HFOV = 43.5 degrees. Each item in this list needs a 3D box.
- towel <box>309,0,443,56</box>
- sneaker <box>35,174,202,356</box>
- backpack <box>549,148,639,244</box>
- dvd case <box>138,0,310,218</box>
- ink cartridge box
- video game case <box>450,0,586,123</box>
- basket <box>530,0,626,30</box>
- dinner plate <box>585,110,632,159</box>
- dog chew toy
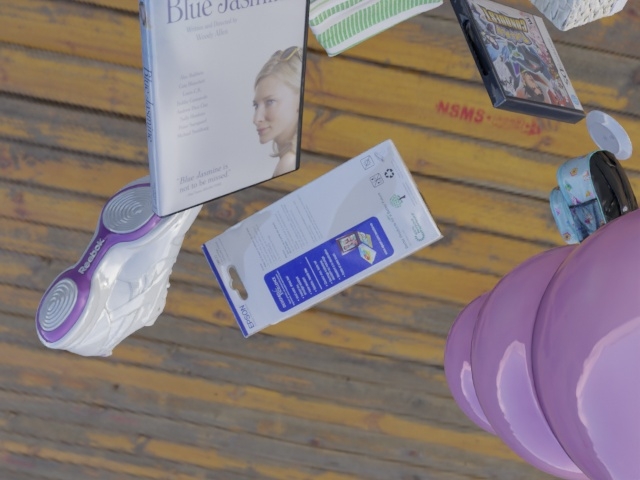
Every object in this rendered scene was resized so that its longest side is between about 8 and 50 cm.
[{"bbox_3d":[0.094,-0.397,1.306,0.248,0.325,0.038,-24,87,6],"label":"towel"},{"bbox_3d":[-0.258,0.031,1.116,0.305,0.114,0.152,-51,144,-2],"label":"sneaker"},{"bbox_3d":[0.560,-0.087,1.646,0.144,0.166,0.188,-12,93,48],"label":"backpack"},{"bbox_3d":[-0.088,-0.155,0.783,0.022,0.180,0.253,38,137,37],"label":"dvd case"},{"bbox_3d":[0.000,0.000,1.200,0.333,0.065,0.165,-27,83,11],"label":"ink cartridge box"},{"bbox_3d":[0.388,-0.354,1.563,0.275,0.248,0.035,1,154,-41],"label":"video game case"},{"bbox_3d":[0.327,-0.356,0.987,0.103,0.113,0.167,-29,156,-16],"label":"basket"},{"bbox_3d":[0.671,-0.243,1.879,0.017,0.141,0.141,-38,122,-9],"label":"dinner plate"},{"bbox_3d":[0.207,0.089,0.587,0.207,0.206,0.332,31,161,-16],"label":"dog chew toy"}]
